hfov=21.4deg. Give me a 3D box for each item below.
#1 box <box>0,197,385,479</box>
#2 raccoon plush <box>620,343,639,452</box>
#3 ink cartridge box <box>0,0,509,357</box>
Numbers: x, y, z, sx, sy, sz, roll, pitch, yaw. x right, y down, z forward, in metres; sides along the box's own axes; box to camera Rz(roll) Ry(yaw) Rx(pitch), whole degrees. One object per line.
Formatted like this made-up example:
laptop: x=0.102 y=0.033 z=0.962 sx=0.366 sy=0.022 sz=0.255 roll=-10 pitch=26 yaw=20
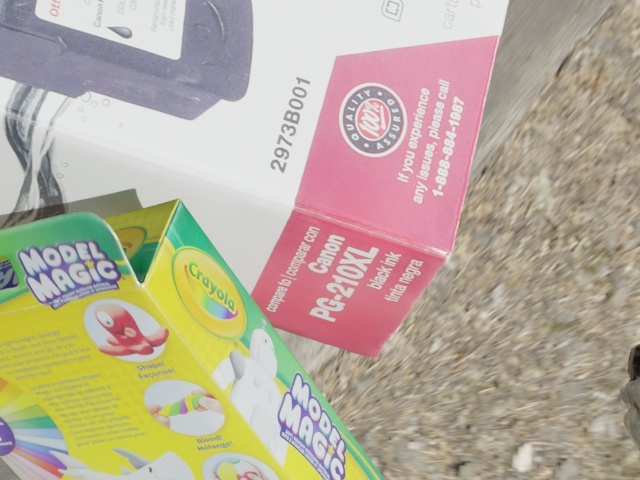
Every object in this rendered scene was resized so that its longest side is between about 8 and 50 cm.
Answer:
box: x=-0.059 y=0.055 z=0.558 sx=0.105 sy=0.179 sz=0.043 roll=-12 pitch=40 yaw=30
raccoon plush: x=0.295 y=0.209 z=0.730 sx=0.446 sy=0.216 sz=0.299 roll=41 pitch=69 yaw=-14
ink cartridge box: x=-0.062 y=-0.083 z=0.600 sx=0.237 sy=0.100 sz=0.172 roll=18 pitch=62 yaw=-6
